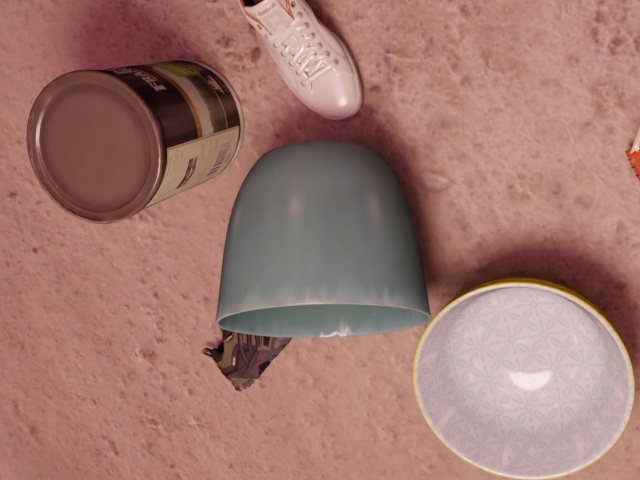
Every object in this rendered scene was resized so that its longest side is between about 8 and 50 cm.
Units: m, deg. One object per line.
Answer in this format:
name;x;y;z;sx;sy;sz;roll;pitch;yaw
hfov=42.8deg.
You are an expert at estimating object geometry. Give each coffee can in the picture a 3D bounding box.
coffee can;-0.255;-0.153;1.183;0.201;0.275;0.202;5;106;17

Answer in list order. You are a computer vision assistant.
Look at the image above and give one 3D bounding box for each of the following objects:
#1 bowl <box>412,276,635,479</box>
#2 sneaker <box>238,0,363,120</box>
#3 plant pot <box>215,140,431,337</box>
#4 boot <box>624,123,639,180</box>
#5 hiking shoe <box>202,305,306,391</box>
bowl;0.288;0.172;1.159;0.289;0.156;0.290;5;107;17
sneaker;-0.047;-0.290;1.160;0.106;0.123;0.290;-32;94;21
plant pot;0.000;0.000;1.142;0.293;0.293;0.235;-7;75;20
boot;0.444;-0.088;1.092;0.084;0.059;0.158;17;104;20
hiking shoe;-0.107;0.142;1.320;0.114;0.086;0.227;39;114;1
